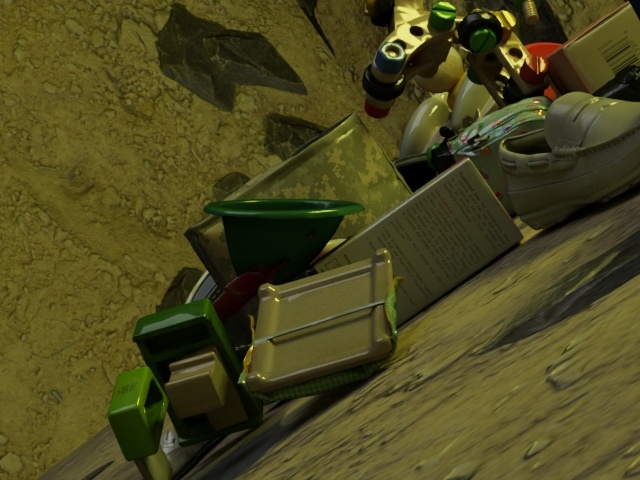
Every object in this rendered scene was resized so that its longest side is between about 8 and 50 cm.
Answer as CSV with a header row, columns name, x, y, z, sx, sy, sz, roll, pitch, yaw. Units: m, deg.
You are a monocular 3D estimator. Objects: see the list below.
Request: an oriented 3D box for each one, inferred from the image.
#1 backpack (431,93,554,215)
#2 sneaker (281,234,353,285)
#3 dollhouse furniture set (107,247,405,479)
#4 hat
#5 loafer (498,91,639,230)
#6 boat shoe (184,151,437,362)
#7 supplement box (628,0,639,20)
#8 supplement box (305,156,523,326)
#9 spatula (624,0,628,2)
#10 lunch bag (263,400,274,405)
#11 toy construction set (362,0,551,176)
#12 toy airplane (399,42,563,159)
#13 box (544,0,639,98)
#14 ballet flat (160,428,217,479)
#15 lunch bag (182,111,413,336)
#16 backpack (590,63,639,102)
name,x,y,z,sx,sy,sz,roll,pitch,yaw
backpack,0.255,-0.106,2.062,0.182,0.152,0.115,-32,23,15
sneaker,0.054,0.048,1.911,0.275,0.110,0.107,-13,-7,-33
dollhouse furniture set,-0.040,0.149,1.595,0.301,0.151,0.198,-17,26,11
hat,-0.053,0.049,1.775,0.208,0.184,0.173,1,6,7
loafer,0.268,-0.096,1.554,0.112,0.111,0.319,-32,1,-26
boat shoe,0.017,0.019,2.254,0.500,0.187,0.156,-30,-5,-11
supplement box,0.470,-0.294,1.417,0.356,0.195,0.194,-31,2,-7
supplement box,0.107,0.011,1.755,0.220,0.114,0.111,-36,1,7
spatula,0.531,-0.357,2.488,0.084,0.030,0.296,-33,-34,21
lunch bag,-0.037,0.148,1.777,0.083,0.053,0.071,-25,-3,-36
toy construction set,0.181,-0.253,2.165,0.257,0.309,0.237,-14,49,6
toy airplane,0.229,-0.198,2.627,0.386,0.272,0.384,-33,3,32
box,0.391,-0.218,2.065,0.126,0.149,0.232,-35,1,1
ballet flat,-0.160,0.232,1.776,0.057,0.052,0.168,-34,2,27
lunch bag,0.000,0.000,2.057,0.287,0.235,0.169,-35,3,-9
backpack,0.365,-0.155,1.865,0.105,0.084,0.114,-35,5,21
